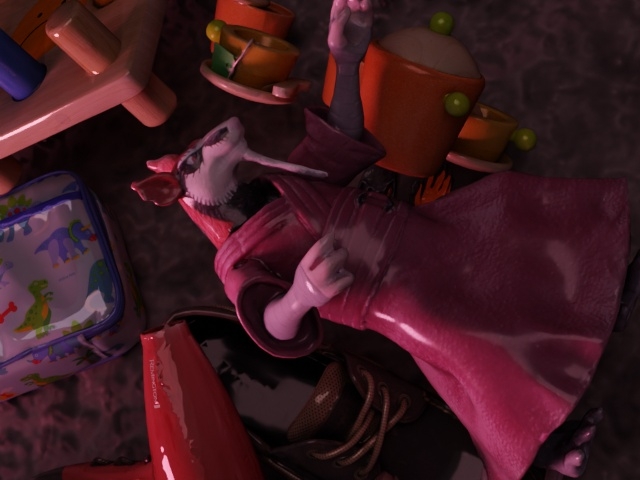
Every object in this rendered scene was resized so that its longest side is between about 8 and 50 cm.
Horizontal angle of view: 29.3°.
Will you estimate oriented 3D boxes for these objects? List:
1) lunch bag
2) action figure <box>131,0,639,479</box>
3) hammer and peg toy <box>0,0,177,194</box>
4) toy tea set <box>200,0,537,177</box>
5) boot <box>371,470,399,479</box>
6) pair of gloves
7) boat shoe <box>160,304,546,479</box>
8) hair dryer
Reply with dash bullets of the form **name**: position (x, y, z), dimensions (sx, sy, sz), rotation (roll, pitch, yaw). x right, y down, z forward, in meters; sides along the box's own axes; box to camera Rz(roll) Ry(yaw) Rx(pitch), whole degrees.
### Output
- **lunch bag**: position (-0.280, 0.045, 1.096), dimensions (0.219, 0.090, 0.176), rotation (-21, 66, 4)
- **action figure**: position (0.043, 0.011, 0.889), dimensions (0.370, 0.275, 0.248), rotation (19, 55, 11)
- **hammer and peg toy**: position (-0.274, -0.160, 1.089), dimensions (0.361, 0.127, 0.265), rotation (-20, 46, 29)
- **toy tea set**: position (0.023, -0.165, 1.033), dimensions (0.336, 0.200, 0.124), rotation (27, 110, 21)
- **boot**: position (0.098, 0.290, 0.904), dimensions (0.209, 0.076, 0.189), rotation (22, 97, 3)
- **pair of gloves**: position (0.075, -0.045, 1.090), dimensions (0.083, 0.010, 0.074), rotation (20, 79, 17)
- **boat shoe**: position (0.012, 0.153, 0.979), dimensions (0.355, 0.130, 0.132), rotation (20, 79, 17)
- **hair dryer**: position (-0.142, 0.194, 0.959), dimensions (0.224, 0.080, 0.293), rotation (27, 113, 16)
